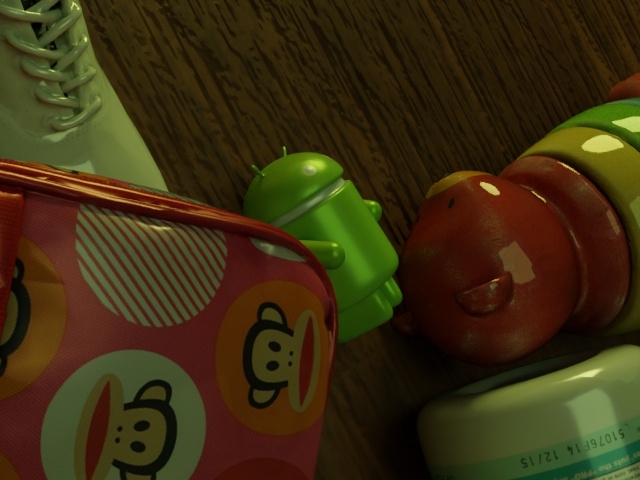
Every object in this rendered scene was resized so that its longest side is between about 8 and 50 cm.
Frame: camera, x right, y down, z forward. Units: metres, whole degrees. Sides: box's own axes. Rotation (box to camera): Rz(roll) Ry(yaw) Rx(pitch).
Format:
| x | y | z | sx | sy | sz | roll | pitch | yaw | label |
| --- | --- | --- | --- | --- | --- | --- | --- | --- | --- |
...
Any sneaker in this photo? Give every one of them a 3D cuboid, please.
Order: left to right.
| x | y | z | sx | sy | sz | roll | pitch | yaw | label |
| --- | --- | --- | --- | --- | --- | --- | --- | --- | --- |
| -0.150 | -0.093 | 0.493 | 0.094 | 0.091 | 0.258 | -40 | 100 | -36 | sneaker |

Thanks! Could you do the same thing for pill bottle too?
| x | y | z | sx | sy | sz | roll | pitch | yaw | label |
| --- | --- | --- | --- | --- | --- | --- | --- | --- | --- |
| 0.159 | 0.203 | 0.584 | 0.146 | 0.146 | 0.264 | -13 | 83 | -36 | pill bottle |

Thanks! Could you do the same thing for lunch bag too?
| x | y | z | sx | sy | sz | roll | pitch | yaw | label |
| --- | --- | --- | --- | --- | --- | --- | --- | --- | --- |
| -0.133 | 0.113 | 0.396 | 0.258 | 0.120 | 0.293 | 14 | 83 | -35 | lunch bag |

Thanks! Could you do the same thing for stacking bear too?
| x | y | z | sx | sy | sz | roll | pitch | yaw | label |
| --- | --- | --- | --- | --- | --- | --- | --- | --- | --- |
| 0.176 | -0.011 | 0.661 | 0.289 | 0.175 | 0.164 | -21 | 93 | -28 | stacking bear |

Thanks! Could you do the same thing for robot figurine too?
| x | y | z | sx | sy | sz | roll | pitch | yaw | label |
| --- | --- | --- | --- | --- | --- | --- | --- | --- | --- |
| 0.000 | 0.000 | 0.584 | 0.115 | 0.067 | 0.101 | 58 | 26 | -6 | robot figurine |
